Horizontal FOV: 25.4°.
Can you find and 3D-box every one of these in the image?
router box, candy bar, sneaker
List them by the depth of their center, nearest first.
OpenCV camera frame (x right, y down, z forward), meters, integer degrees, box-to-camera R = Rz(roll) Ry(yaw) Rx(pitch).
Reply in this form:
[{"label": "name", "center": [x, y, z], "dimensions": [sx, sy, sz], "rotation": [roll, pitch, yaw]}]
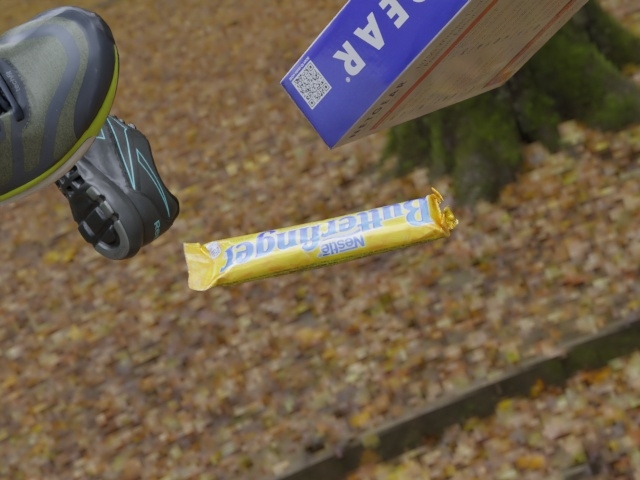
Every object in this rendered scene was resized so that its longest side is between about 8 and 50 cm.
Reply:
[{"label": "candy bar", "center": [0.000, 0.000, 0.831], "dimensions": [0.161, 0.018, 0.040], "rotation": [-12, 42, -6]}, {"label": "sneaker", "center": [-0.270, -0.066, 0.975], "dimensions": [0.300, 0.111, 0.121], "rotation": [-37, -14, -6]}, {"label": "router box", "center": [0.164, -0.241, 1.270], "dimensions": [0.301, 0.082, 0.335], "rotation": [-24, -16, -49]}, {"label": "sneaker", "center": [-0.258, -0.103, 1.555], "dimensions": [0.106, 0.267, 0.101], "rotation": [-31, -4, -41]}]
